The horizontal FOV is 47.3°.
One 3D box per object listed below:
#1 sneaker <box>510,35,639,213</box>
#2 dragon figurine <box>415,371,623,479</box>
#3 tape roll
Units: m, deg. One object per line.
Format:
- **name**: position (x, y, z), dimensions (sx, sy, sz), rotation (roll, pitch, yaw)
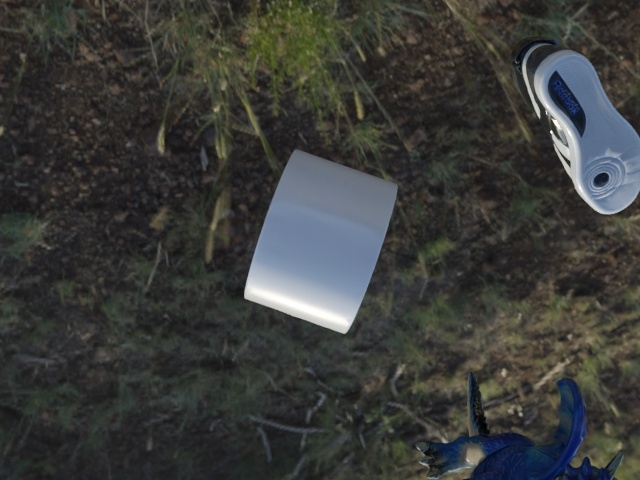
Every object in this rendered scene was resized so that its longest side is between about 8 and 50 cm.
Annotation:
- **sneaker**: position (0.282, -0.137, 0.811), dimensions (0.079, 0.121, 0.217), rotation (-31, 123, 10)
- **dragon figurine**: position (0.135, 0.141, 0.440), dimensions (0.144, 0.085, 0.289), rotation (-30, 178, 20)
- **tape roll**: position (0.000, 0.000, 1.128), dimensions (0.169, 0.246, 0.246), rotation (20, 132, 0)
